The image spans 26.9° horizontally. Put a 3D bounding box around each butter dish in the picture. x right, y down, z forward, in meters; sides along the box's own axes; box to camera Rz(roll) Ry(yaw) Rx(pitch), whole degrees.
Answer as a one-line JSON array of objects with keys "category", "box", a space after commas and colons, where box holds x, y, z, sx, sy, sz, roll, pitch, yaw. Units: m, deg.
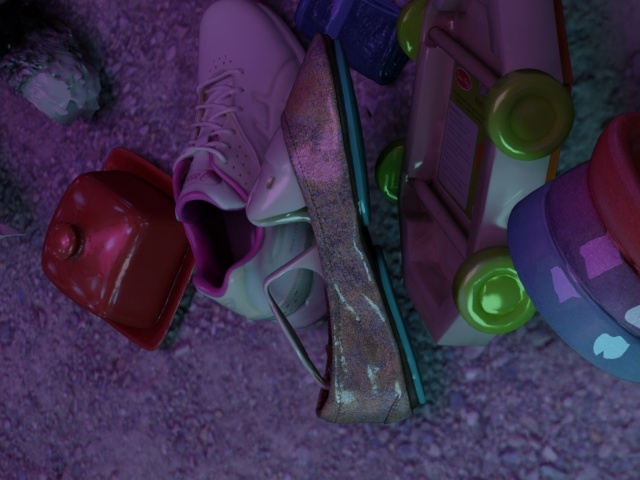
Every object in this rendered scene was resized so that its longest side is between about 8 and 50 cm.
[{"category": "butter dish", "box": [-0.203, 0.004, 1.247, 0.160, 0.118, 0.160, 33, 106, 34]}]

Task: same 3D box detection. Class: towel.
[{"category": "towel", "box": [0.028, -0.185, 1.144, 0.119, 0.029, 0.067, 38, 109, 33]}]

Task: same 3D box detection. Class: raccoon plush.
[{"category": "raccoon plush", "box": [-0.307, -0.366, 1.369, 0.446, 0.216, 0.299, 41, 98, 1]}]

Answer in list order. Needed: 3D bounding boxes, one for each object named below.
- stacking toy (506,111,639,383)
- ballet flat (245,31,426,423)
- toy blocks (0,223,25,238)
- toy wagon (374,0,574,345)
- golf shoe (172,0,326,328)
[{"category": "stacking toy", "box": [0.254, 0.051, 0.808, 0.130, 0.309, 0.279, -46, 72, 34]}, {"category": "ballet flat", "box": [0.000, 0.000, 1.045, 0.106, 0.107, 0.316, -13, 96, 3]}, {"category": "toy blocks", "box": [-0.470, -0.083, 1.310, 0.260, 0.289, 0.309, 48, 130, 37]}, {"category": "toy wagon", "box": [0.111, -0.102, 0.939, 0.267, 0.068, 0.344, -115, 31, -66]}, {"category": "golf shoe", "box": [-0.066, -0.077, 1.138, 0.115, 0.140, 0.306, -25, 70, 36]}]
